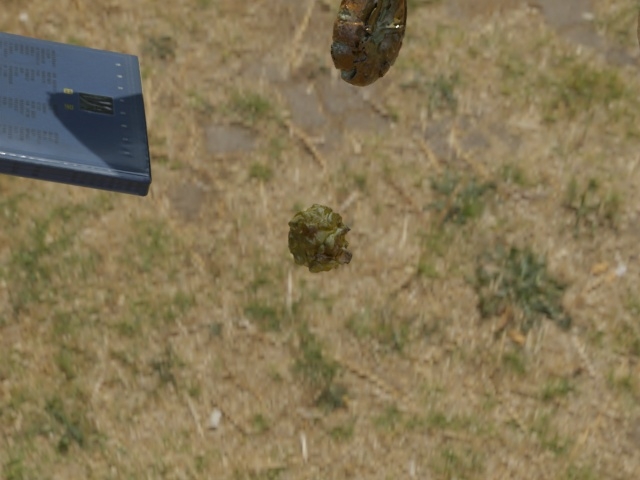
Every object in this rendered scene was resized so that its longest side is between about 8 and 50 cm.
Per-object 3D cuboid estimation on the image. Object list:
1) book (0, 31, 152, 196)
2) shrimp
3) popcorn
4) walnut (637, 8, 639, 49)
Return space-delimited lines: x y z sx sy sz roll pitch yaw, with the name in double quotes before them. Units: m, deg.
"book" -0.275 -0.118 1.172 0.269 0.025 0.191 9 36 -18
"shrimp" 0.052 -0.236 1.366 0.091 0.184 0.043 -10 26 -41
"popcorn" 0.000 0.000 1.644 0.083 0.082 0.057 39 45 11
"walnut" 0.555 -0.285 1.743 0.381 0.381 0.381 0 54 -1
